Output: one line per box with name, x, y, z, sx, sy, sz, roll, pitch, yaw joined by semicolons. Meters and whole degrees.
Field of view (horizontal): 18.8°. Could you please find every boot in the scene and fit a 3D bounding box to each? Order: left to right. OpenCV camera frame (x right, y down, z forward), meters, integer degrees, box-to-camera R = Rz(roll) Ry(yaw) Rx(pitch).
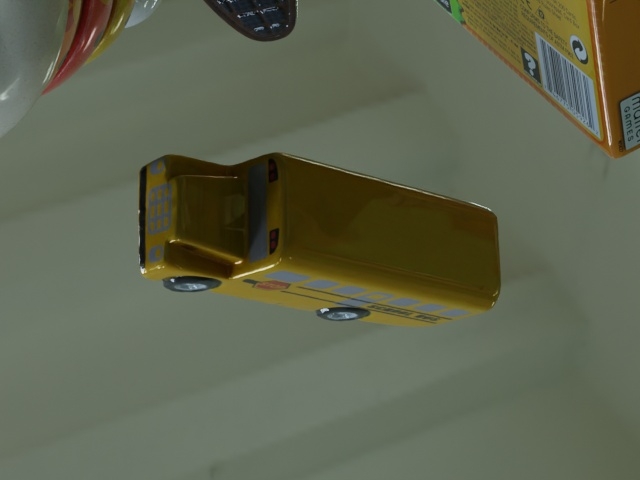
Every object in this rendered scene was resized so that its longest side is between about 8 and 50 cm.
boot;-0.065;-0.250;1.377;0.082;0.219;0.106;-12;-138;17

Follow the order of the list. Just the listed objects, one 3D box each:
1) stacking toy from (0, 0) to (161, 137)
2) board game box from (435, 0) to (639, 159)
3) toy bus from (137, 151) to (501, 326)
stacking toy;-0.308;-0.286;2.048;0.350;0.350;0.480;25;-160;20
board game box;0.285;-0.363;1.673;0.356;0.356;0.356;-27;-137;-13
toy bus;0.000;0.000;1.708;0.333;0.130;0.108;13;-110;-40
